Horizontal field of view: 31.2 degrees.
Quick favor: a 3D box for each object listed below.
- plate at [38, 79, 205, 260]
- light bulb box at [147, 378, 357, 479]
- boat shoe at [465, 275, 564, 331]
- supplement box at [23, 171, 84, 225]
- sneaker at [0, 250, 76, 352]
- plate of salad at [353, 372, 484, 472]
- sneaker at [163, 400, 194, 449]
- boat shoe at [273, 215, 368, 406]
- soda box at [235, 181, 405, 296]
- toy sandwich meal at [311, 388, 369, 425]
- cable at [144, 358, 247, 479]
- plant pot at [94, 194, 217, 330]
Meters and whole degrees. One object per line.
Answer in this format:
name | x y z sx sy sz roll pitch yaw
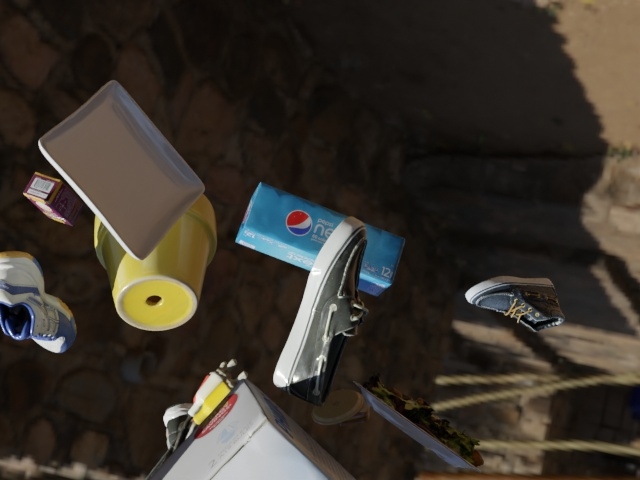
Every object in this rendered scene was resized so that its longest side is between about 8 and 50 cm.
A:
plate | -0.365 -0.128 2.105 0.045 0.278 0.277 -31 106 36
light bulb box | -0.070 0.425 1.351 0.361 0.358 0.225 44 176 -10
boat shoe | 0.340 0.111 1.977 0.183 0.083 0.065 -1 146 -29
supplement box | -0.420 -0.065 1.811 0.055 0.043 0.083 17 160 26
sneaker | -0.570 0.152 2.227 0.111 0.131 0.296 -5 142 13
plate of salad | 0.129 0.230 1.469 0.199 0.048 0.200 35 177 2
sneaker | -0.208 0.422 2.194 0.100 0.108 0.271 -26 129 23
boat shoe | 0.018 0.082 1.312 0.070 0.219 0.077 24 -168 22
soda box | 0.000 0.000 1.527 0.210 0.071 0.067 22 159 -8
toy sandwich meal | 0.029 0.240 1.618 0.085 0.085 0.029 3 124 42
cable | -0.226 0.310 1.848 0.072 0.287 0.139 48 165 -17
plant pot | -0.335 0.041 2.332 0.253 0.239 0.254 -4 135 -4
